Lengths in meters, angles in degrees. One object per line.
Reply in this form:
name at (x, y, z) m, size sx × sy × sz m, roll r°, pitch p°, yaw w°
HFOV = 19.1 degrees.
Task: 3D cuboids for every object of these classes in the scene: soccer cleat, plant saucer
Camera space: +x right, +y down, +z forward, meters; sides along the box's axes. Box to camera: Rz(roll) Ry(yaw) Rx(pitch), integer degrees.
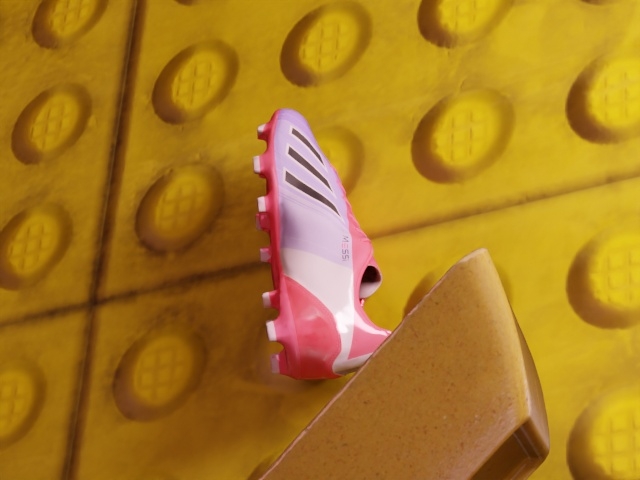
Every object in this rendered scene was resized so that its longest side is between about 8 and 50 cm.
soccer cleat at (0.000, 0.000, 1.426) m, size 0.095 × 0.083 × 0.248 m, roll -3°, pitch 49°, yaw -2°
plant saucer at (0.027, 0.177, 1.149) m, size 0.081 × 0.333 × 0.333 m, roll 42°, pitch 88°, yaw 16°
